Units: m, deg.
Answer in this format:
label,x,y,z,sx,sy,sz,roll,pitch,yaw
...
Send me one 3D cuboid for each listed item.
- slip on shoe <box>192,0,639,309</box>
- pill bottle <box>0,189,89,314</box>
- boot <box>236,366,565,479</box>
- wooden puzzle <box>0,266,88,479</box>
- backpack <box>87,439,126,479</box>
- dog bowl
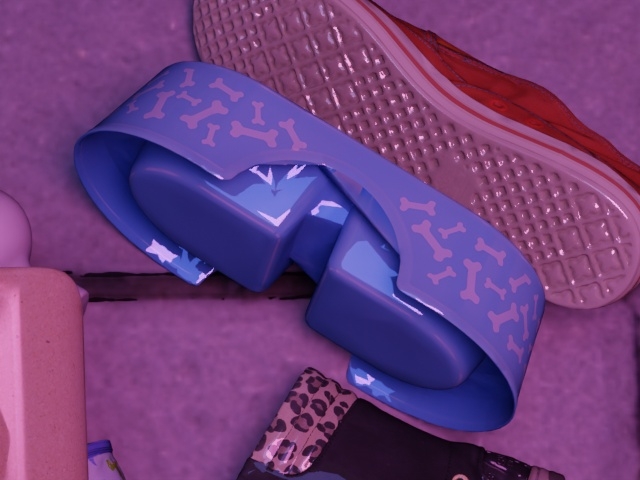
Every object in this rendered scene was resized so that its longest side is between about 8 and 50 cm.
label,x,y,z,sx,sy,sz,roll,pitch,yaw
slip on shoe,0.063,-0.073,1.204,0.331,0.101,0.123,31,118,14
pill bottle,-0.270,0.006,1.140,0.264,0.146,0.146,29,78,4
boot,0.019,0.205,1.147,0.179,0.085,0.236,27,74,6
wooden puzzle,-0.281,0.178,0.967,0.348,0.080,0.322,-1,88,-26
backpack,-0.167,0.152,1.136,0.114,0.105,0.084,-23,81,-12
dog bowl,0.000,0.000,1.153,0.297,0.166,0.074,32,67,4
